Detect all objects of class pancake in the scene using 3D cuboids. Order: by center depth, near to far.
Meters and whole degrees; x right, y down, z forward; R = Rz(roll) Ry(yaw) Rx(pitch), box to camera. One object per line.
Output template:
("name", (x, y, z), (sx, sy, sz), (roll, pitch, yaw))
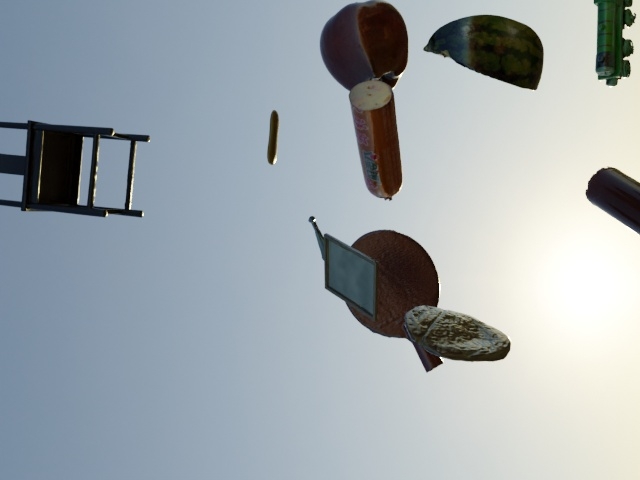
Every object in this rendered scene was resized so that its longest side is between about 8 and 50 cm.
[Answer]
("pancake", (0.303, 0.206, 1.897), (0.250, 0.250, 0.031), (-29, -44, -64))

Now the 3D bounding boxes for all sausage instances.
("sausage", (0.125, -0.194, 1.835), (0.312, 0.093, 0.093), (77, -154, -49))

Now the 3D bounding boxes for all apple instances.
("apple", (0.116, -0.481, 2.112), (0.234, 0.234, 0.234), (1, -90, -67))

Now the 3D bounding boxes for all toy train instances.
("toy train", (0.672, -0.487, 1.982), (0.119, 0.085, 0.251), (13, -103, -49))

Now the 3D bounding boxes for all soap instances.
("soap", (-0.076, -0.166, 1.380), (0.034, 0.012, 0.089), (5, -91, -75))

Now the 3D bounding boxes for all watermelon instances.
("watermelon", (0.403, -0.406, 1.949), (0.159, 0.303, 0.128), (127, 151, -53))

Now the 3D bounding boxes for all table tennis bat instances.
("table tennis bat", (0.215, 0.165, 2.338), (0.415, 0.268, 0.051), (62, -171, 8))

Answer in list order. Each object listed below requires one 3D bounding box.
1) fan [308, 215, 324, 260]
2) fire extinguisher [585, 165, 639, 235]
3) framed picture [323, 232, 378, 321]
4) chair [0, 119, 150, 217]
("fan", (0.000, 0.000, 2.220), (0.193, 0.038, 0.016), (65, -147, -49))
("fire extinguisher", (0.750, -0.080, 1.934), (0.106, 0.337, 0.147), (20, -74, -28))
("framed picture", (0.064, 0.077, 1.856), (0.010, 0.201, 0.136), (-14, -65, -29))
("chair", (-0.426, -0.114, 1.374), (0.141, 0.260, 0.155), (-2, -82, -73))
